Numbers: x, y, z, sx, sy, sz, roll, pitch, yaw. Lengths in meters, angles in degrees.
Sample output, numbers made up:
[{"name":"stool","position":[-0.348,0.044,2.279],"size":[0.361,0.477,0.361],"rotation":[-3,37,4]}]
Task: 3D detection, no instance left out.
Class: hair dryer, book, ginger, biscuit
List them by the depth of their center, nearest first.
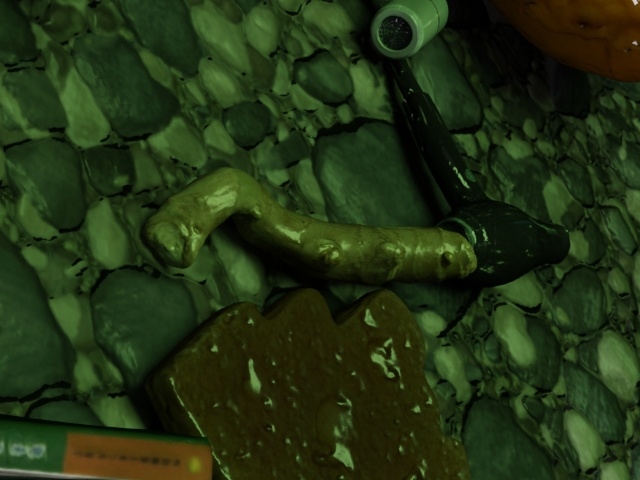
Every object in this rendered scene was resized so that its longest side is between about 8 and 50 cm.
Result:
[{"name":"book","position":[-0.271,0.088,0.954],"size":[0.371,0.260,0.043],"rotation":[12,82,-44]},{"name":"biscuit","position":[-0.007,0.134,1.394],"size":[0.301,0.043,0.278],"rotation":[27,50,-37]},{"name":"ginger","position":[0.000,0.000,1.452],"size":[0.288,0.089,0.075],"rotation":[11,98,-40]},{"name":"hair dryer","position":[0.117,-0.063,1.650],"size":[0.195,0.075,0.219],"rotation":[-3,63,-60]},{"name":"hair dryer","position":[0.045,-0.216,1.658],"size":[0.137,0.047,0.082],"rotation":[50,28,-2]}]

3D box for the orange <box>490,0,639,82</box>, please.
[{"name":"orange","position":[0.288,-0.305,1.762],"size":[0.341,0.340,0.293],"rotation":[65,14,3]}]
